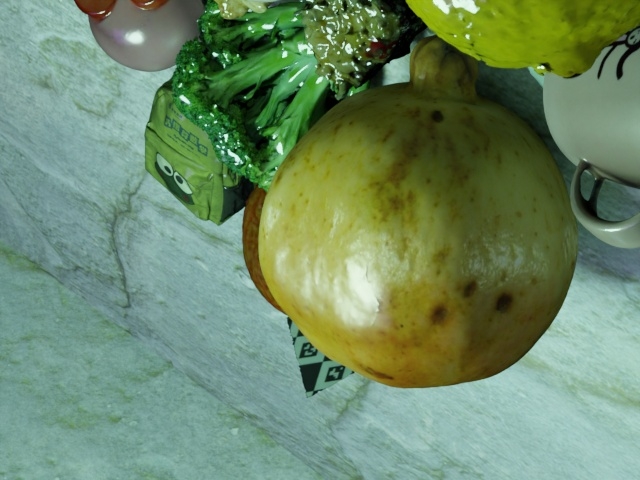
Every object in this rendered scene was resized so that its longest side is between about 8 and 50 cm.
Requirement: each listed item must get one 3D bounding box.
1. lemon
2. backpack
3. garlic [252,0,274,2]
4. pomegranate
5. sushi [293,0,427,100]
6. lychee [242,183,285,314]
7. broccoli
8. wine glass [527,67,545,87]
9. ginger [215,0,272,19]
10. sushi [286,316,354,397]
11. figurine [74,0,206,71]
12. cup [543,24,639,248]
[{"bbox_3d":[0.178,-0.297,1.266,0.268,0.268,0.321,0,97,62],"label":"lemon"},{"bbox_3d":[-0.183,-0.158,2.354,0.207,0.140,0.253,40,151,17],"label":"backpack"},{"bbox_3d":[-0.070,-0.405,1.648,0.325,0.132,0.279,23,117,41],"label":"garlic"},{"bbox_3d":[0.121,-0.036,1.733,0.410,0.410,0.410,39,157,20],"label":"pomegranate"},{"bbox_3d":[0.045,-0.268,1.743,0.147,0.115,0.212,55,155,-3],"label":"sushi"},{"bbox_3d":[0.000,0.000,2.137,0.255,0.255,0.300,31,-175,34],"label":"lychee"},{"bbox_3d":[-0.047,-0.193,1.932,0.295,0.265,0.245,25,136,-16],"label":"broccoli"},{"bbox_3d":[0.216,-0.232,1.572,0.155,0.073,0.073,47,159,9],"label":"wine glass"},{"bbox_3d":[-0.099,-0.356,1.823,0.102,0.157,0.216,28,-172,-47],"label":"ginger"},{"bbox_3d":[0.092,0.085,2.043,0.059,0.292,0.294,55,168,40],"label":"sushi"},{"bbox_3d":[-0.248,-0.324,2.146,0.173,0.173,0.173,39,157,20],"label":"figurine"},{"bbox_3d":[0.310,-0.108,1.364,0.191,0.253,0.200,36,168,-29],"label":"cup"}]
